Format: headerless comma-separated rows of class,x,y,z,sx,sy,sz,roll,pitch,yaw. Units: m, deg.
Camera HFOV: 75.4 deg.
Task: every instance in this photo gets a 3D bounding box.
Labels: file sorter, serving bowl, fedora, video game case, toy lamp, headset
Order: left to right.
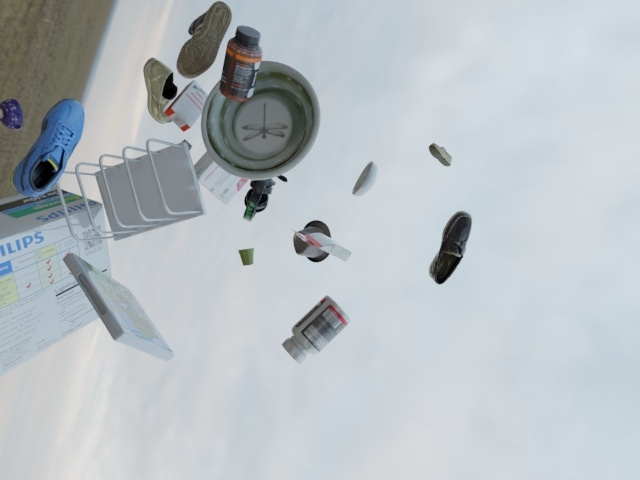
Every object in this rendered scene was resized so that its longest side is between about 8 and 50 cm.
toy lamp,-0.778,-0.267,0.845,0.080,0.275,0.080,6,-79,30
video game case,-0.371,0.132,0.781,0.023,0.212,0.193,-39,-112,-14
file sorter,-0.466,-0.118,1.019,0.278,0.173,0.192,-15,-88,14
headset,-0.298,-0.254,2.218,0.394,0.185,0.243,-77,-167,-47
fedora,-0.066,0.009,2.341,0.276,0.124,0.243,-3,-88,55
serving bowl,0.101,-0.129,0.894,0.083,0.027,0.083,-59,-172,14

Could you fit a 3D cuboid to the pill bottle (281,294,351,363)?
pill bottle,-0.025,0.423,1.954,0.318,0.176,0.176,-42,-147,-8

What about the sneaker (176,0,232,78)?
sneaker,-0.398,-0.636,1.356,0.153,0.099,0.282,9,-110,51

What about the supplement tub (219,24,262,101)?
supplement tub,-0.231,-0.519,1.222,0.197,0.106,0.106,117,-30,-42

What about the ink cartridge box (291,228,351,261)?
ink cartridge box,0.000,0.000,1.742,0.056,0.225,0.181,-59,-153,4

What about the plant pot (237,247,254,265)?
plant pot,-0.350,0.079,1.976,0.083,0.083,0.079,-7,-89,55

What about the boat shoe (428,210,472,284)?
boat shoe,0.478,0.034,1.500,0.092,0.103,0.285,-87,-163,-70

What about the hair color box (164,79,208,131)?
hair color box,-0.469,-0.480,1.477,0.053,0.093,0.167,-8,-133,41

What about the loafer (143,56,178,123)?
loafer,-0.566,-0.521,1.497,0.268,0.092,0.101,104,11,-59

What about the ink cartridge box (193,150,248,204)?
ink cartridge box,-0.450,-0.286,1.840,0.092,0.218,0.158,34,-99,33

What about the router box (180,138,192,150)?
router box,-0.595,-0.315,1.659,0.133,0.046,0.178,-30,-148,28

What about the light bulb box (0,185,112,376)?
light bulb box,-0.779,0.086,1.098,0.225,0.358,0.360,18,-61,19

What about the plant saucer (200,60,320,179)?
plant saucer,-0.192,-0.388,1.380,0.100,0.401,0.400,35,71,-80

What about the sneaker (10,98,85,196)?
sneaker,-0.490,-0.173,0.772,0.082,0.069,0.209,7,-111,36

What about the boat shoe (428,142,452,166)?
boat shoe,0.490,-0.356,1.690,0.050,0.135,0.045,5,-116,53
